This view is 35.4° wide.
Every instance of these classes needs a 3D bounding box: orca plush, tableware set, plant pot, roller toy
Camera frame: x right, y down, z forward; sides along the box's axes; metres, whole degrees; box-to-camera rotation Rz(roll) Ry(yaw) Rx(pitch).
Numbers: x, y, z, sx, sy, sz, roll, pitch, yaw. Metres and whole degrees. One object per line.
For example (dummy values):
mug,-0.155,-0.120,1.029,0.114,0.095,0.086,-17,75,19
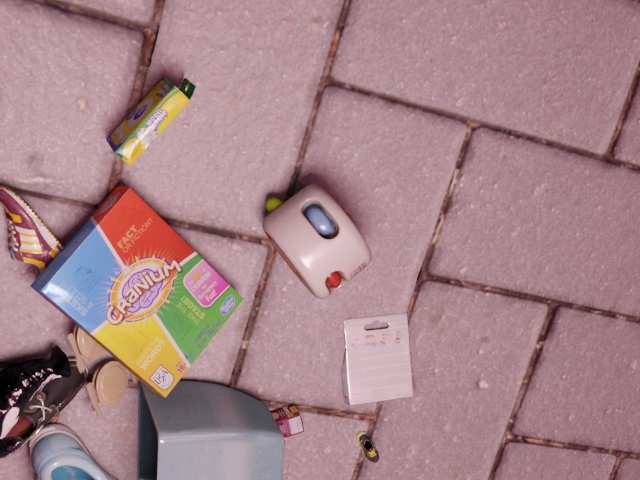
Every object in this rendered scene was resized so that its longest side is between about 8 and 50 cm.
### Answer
orca plush,-0.575,0.297,1.780,0.287,0.102,0.151,-28,72,3
tableware set,-0.416,0.222,1.873,0.128,0.039,0.194,-46,130,-50
plant pot,-0.206,0.415,1.910,0.252,0.248,0.247,-1,108,-18
roller toy,0.000,0.000,1.877,0.146,0.191,0.209,-37,115,-5

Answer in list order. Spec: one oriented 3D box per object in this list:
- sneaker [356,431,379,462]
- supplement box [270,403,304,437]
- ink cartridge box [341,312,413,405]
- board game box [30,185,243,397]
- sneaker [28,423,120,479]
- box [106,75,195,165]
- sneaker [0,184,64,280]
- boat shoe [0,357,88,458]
sneaker,0.103,0.449,2.150,0.031,0.035,0.083,-33,115,-5
supplement box,-0.083,0.374,2.050,0.083,0.055,0.043,-16,111,-15
ink cartridge box,0.114,0.246,2.095,0.145,0.045,0.179,-5,91,-17
board game box,-0.325,0.095,1.824,0.316,0.064,0.242,47,71,-28
sneaker,-0.430,0.517,1.923,0.135,0.150,0.366,-39,117,-2
box,-0.293,-0.218,1.750,0.179,0.105,0.043,-46,117,-1
sneaker,-0.521,-0.010,1.759,0.084,0.069,0.185,-40,115,-10
boat shoe,-0.523,0.314,1.864,0.233,0.079,0.084,-40,114,-5
